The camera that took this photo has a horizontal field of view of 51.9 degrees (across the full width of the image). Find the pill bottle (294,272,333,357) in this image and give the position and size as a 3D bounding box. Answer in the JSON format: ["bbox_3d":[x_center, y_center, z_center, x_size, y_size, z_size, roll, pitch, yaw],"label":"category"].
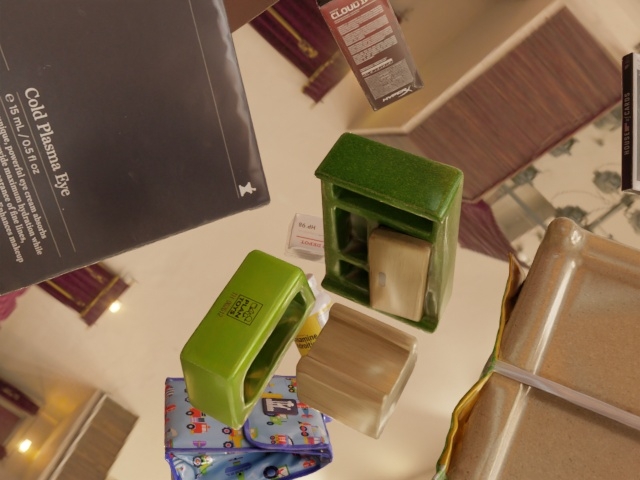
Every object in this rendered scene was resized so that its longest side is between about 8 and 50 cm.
[{"bbox_3d":[-0.014,0.164,1.327,0.103,0.184,0.103,-22,-168,5],"label":"pill bottle"}]

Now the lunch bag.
[{"bbox_3d":[-0.118,0.334,1.153,0.293,0.138,0.221,-6,-160,-11],"label":"lunch bag"}]

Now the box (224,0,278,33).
[{"bbox_3d":[-0.235,-0.405,1.076,0.381,0.143,0.191,-38,163,-4],"label":"box"}]

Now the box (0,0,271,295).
[{"bbox_3d":[-0.251,-0.157,0.604,0.313,0.343,0.179,-20,-156,-20],"label":"box"}]

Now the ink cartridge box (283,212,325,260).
[{"bbox_3d":[0.000,0.000,1.072,0.180,0.104,0.060,142,-40,-81],"label":"ink cartridge box"}]

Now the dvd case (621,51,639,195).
[{"bbox_3d":[0.589,-0.186,1.123,0.029,0.179,0.238,161,-65,-67],"label":"dvd case"}]

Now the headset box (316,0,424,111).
[{"bbox_3d":[0.066,-0.414,1.180,0.110,0.293,0.218,-25,-127,12],"label":"headset box"}]

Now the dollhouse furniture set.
[{"bbox_3d":[0.101,0.091,0.395,0.197,0.302,0.151,-57,159,-29],"label":"dollhouse furniture set"}]
